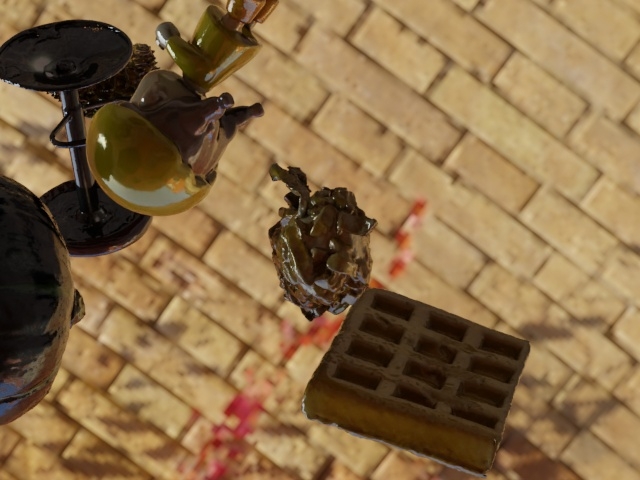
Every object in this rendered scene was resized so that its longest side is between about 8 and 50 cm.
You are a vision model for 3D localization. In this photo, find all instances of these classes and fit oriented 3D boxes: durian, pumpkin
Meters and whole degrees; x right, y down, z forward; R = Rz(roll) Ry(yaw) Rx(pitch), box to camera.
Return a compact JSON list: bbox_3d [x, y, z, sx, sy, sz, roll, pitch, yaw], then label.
[{"bbox_3d":[-0.358,-0.273,2.819,0.252,0.144,0.139,-24,-147,-30],"label":"durian"},{"bbox_3d":[-0.387,0.067,1.897,0.238,0.315,0.315,3,-150,-23],"label":"pumpkin"}]

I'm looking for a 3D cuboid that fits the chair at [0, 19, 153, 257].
[{"bbox_3d":[-0.395,-0.138,2.754,0.226,0.401,0.227,-2,-143,2],"label":"chair"}]

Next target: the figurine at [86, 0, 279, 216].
[{"bbox_3d":[-0.177,-0.192,2.213,0.187,0.344,0.215,37,-166,21],"label":"figurine"}]

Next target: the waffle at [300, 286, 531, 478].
[{"bbox_3d":[0.114,0.153,1.908,0.221,0.055,0.248,19,-150,7],"label":"waffle"}]

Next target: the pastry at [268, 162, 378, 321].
[{"bbox_3d":[0.000,0.000,1.792,0.102,0.154,0.250,-6,169,-6],"label":"pastry"}]
